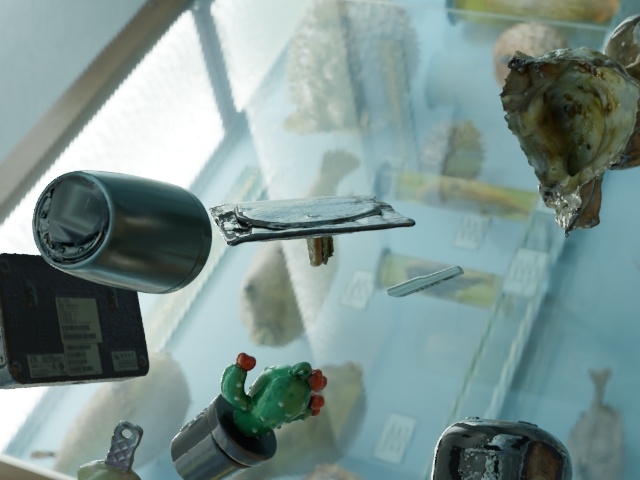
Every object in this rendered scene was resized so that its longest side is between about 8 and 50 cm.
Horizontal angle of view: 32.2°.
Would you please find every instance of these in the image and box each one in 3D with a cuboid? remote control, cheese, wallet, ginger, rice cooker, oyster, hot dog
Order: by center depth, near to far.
[{"bbox_3d":[-0.022,-0.033,1.478,0.323,0.247,0.041,-137,44,-80],"label":"wallet"},{"bbox_3d":[0.350,-0.127,1.504,0.133,0.198,0.337,-39,-39,-27],"label":"oyster"},{"bbox_3d":[0.503,-0.219,1.684,0.375,0.176,0.256,-5,-44,-56],"label":"ginger"},{"bbox_3d":[0.000,0.000,1.953,0.133,0.041,0.056,83,-164,-50],"label":"hot dog"},{"bbox_3d":[0.321,0.439,1.970,0.267,0.267,0.224,50,-134,-62],"label":"rice cooker"},{"bbox_3d":[-0.396,0.461,2.097,0.082,0.163,0.286,-79,5,-68],"label":"cheese"},{"bbox_3d":[0.218,0.085,2.309,0.061,0.162,0.029,16,-127,-76],"label":"remote control"}]

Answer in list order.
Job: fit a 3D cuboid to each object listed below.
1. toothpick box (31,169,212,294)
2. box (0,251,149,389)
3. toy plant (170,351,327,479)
[{"bbox_3d":[-0.199,-0.011,1.113,0.184,0.120,0.120,17,-94,-66],"label":"toothpick box"},{"bbox_3d":[-0.414,0.132,1.818,0.350,0.058,0.211,6,-109,-62],"label":"box"},{"bbox_3d":[-0.160,0.395,2.475,0.279,0.400,0.185,43,-155,-20],"label":"toy plant"}]
